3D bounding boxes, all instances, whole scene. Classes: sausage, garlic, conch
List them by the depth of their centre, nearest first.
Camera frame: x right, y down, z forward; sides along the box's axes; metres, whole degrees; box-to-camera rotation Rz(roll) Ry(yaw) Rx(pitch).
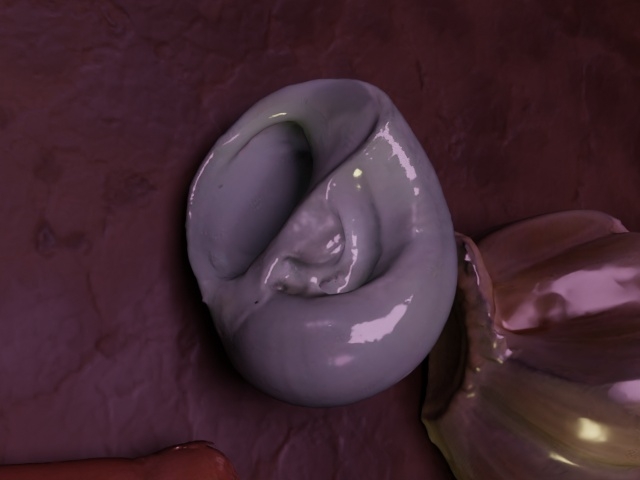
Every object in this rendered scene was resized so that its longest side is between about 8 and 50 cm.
[{"bbox_3d":[-0.195,0.161,0.646,0.304,0.078,0.078,1,80,-26],"label":"sausage"},{"bbox_3d":[-0.001,0.003,0.746,0.184,0.121,0.221,9,72,-6],"label":"conch"},{"bbox_3d":[0.194,0.096,0.839,0.291,0.210,0.237,10,42,-22],"label":"garlic"}]
